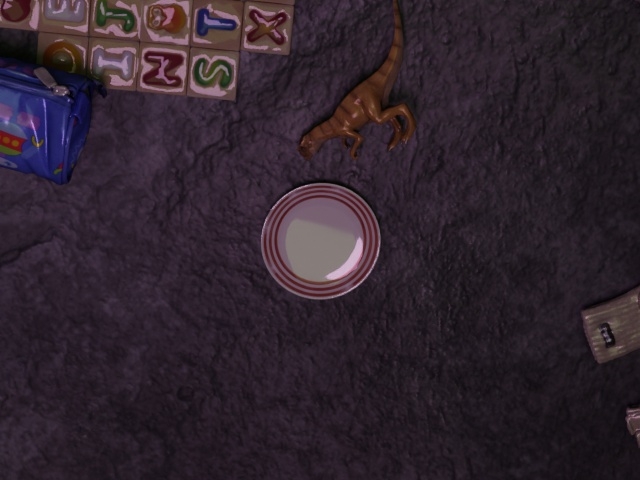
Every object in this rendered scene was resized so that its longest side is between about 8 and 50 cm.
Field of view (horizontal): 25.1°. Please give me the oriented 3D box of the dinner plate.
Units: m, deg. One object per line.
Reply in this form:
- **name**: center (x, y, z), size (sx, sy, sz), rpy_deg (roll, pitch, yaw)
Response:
- **dinner plate**: center (0.000, 0.000, 1.693), size (0.141, 0.017, 0.141), rpy_deg (-1, 106, -4)

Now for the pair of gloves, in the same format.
- **pair of gloves**: center (0.445, 0.144, 1.748), size (0.204, 0.042, 0.240), rpy_deg (-27, 103, 7)

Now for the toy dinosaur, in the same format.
- **toy dinosaur**: center (0.060, -0.160, 1.630), size (0.112, 0.064, 0.211), rpy_deg (39, 99, -11)

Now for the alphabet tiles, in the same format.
- **alphabet tiles**: center (-0.196, -0.306, 1.601), size (0.342, 0.011, 0.285), rpy_deg (5, 105, -5)

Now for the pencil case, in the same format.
- **pencil case**: center (-0.394, -0.160, 1.567), size (0.306, 0.119, 0.133), rpy_deg (17, 141, -8)
